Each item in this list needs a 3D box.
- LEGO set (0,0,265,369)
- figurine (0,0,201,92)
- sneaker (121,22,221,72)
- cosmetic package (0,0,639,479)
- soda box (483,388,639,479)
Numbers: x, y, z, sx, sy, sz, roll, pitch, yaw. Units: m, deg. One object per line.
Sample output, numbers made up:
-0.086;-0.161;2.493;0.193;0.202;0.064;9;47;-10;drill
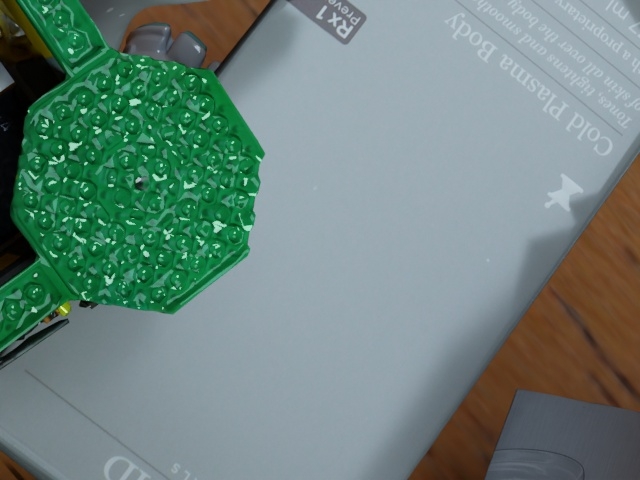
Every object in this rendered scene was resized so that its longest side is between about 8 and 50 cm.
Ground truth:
-0.197;-0.011;0.431;0.331;0.192;0.255;-46;109;-16;LEGO set
-0.115;-0.119;0.530;0.215;0.209;0.092;55;34;1;figurine
-0.038;0.004;0.637;0.076;0.065;0.166;-40;88;-24;sneaker
0.000;0.000;0.563;0.127;0.107;0.238;36;75;-6;cosmetic package
0.070;0.191;0.560;0.091;0.098;0.286;9;50;21;soda box
